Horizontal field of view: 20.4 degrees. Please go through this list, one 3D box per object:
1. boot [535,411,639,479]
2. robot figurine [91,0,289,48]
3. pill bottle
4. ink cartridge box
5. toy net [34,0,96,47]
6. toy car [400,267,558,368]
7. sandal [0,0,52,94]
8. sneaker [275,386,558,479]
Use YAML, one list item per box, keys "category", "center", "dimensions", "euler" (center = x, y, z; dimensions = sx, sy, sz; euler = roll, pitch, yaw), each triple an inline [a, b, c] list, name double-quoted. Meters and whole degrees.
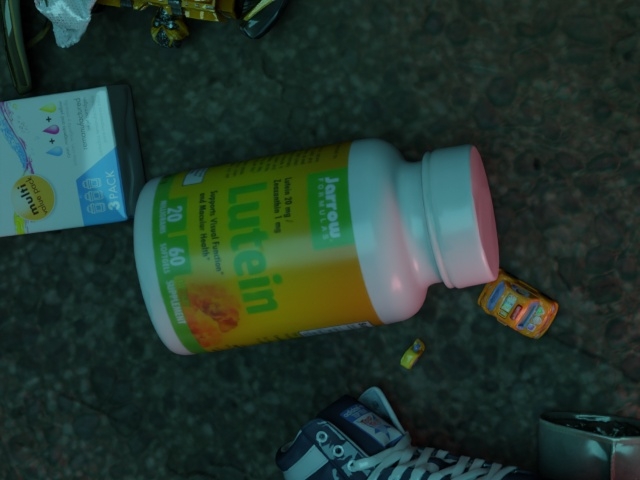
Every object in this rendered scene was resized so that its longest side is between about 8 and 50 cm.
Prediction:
- category: "boot"
  center: [0.241, 0.240, 1.320]
  dimensions: [0.190, 0.076, 0.208]
  euler: [10, 93, 10]
- category: "robot figurine"
  center: [-0.102, -0.286, 1.306]
  dimensions: [0.211, 0.085, 0.291]
  euler: [10, 99, 16]
- category: "pill bottle"
  center: [0.000, 0.000, 1.298]
  dimensions: [0.246, 0.136, 0.136]
  euler: [-10, 95, 13]
- category: "ink cartridge box"
  center: [-0.233, -0.057, 1.377]
  dimensions: [0.181, 0.061, 0.104]
  euler: [-8, 95, 13]
- category: "toy net"
  center: [-0.199, -0.258, 1.287]
  dimensions: [0.122, 0.045, 0.232]
  euler: [15, 103, 48]
- category: "toy car"
  center: [0.118, 0.074, 1.332]
  dimensions: [0.122, 0.040, 0.060]
  euler: [-42, 88, 13]
- category: "sandal"
  center: [-0.221, -0.201, 1.359]
  dimensions: [0.049, 0.072, 0.180]
  euler: [1, 94, -10]
- category: "sneaker"
  center: [0.086, 0.176, 1.295]
  dimensions: [0.282, 0.099, 0.153]
  euler: [-18, 91, 35]
